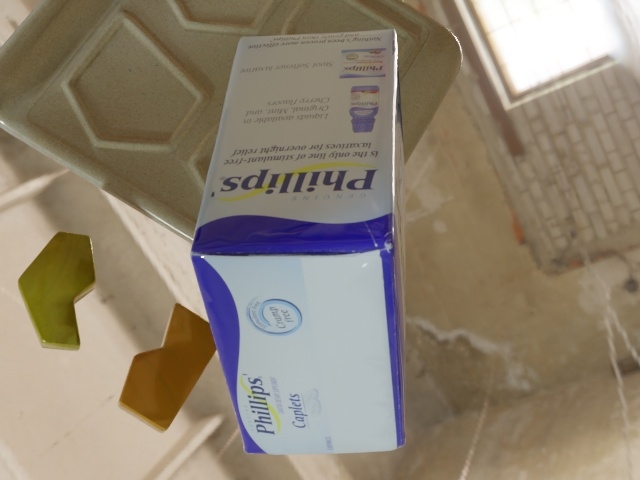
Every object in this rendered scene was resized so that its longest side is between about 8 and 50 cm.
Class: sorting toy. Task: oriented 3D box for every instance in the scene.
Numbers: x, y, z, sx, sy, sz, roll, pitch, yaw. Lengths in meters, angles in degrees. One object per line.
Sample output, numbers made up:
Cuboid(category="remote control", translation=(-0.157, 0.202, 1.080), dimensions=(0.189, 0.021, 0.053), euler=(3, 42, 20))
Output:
Cuboid(category="sorting toy", translation=(-0.073, -0.059, 0.553), dimensions=(0.229, 0.041, 0.307), euler=(33, -112, -4))

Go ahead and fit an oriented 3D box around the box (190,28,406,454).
Cuboid(category="box", translation=(0.000, 0.000, 0.401), dimensions=(0.126, 0.072, 0.137), euler=(82, -170, -45))
